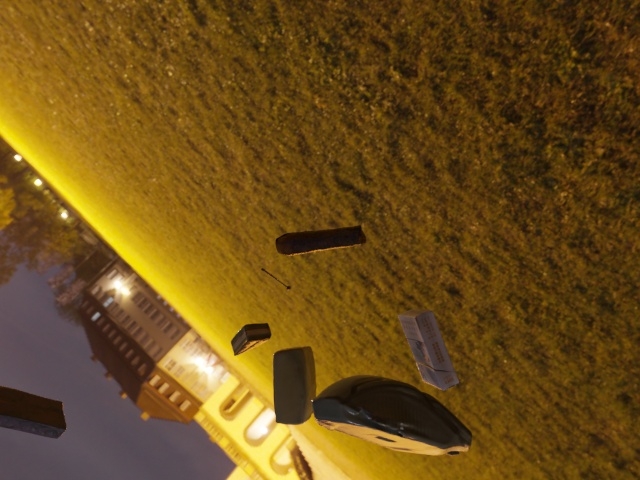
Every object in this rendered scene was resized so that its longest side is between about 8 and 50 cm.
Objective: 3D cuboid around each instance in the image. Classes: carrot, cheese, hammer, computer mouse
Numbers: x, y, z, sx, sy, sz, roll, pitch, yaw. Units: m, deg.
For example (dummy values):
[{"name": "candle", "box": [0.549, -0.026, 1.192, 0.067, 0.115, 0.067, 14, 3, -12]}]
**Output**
[{"name": "carrot", "box": [0.000, 0.000, 1.462, 0.261, 0.070, 0.070, -7, 144, 16]}, {"name": "cheese", "box": [-0.086, 0.492, 1.767, 0.265, 0.124, 0.242, 64, -161, -79]}, {"name": "hammer", "box": [-0.149, 0.128, 1.715, 0.123, 0.014, 0.029, 35, -172, 15]}, {"name": "computer mouse", "box": [0.174, 0.417, 1.244, 0.429, 0.145, 0.228, 25, 147, -20]}]

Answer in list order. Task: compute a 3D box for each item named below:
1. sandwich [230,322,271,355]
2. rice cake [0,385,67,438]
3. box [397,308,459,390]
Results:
[{"name": "sandwich", "box": [-0.290, 0.414, 2.134, 0.163, 0.114, 0.079, -50, 49, 43]}, {"name": "rice cake", "box": [-0.790, 0.417, 1.277, 0.298, 0.050, 0.106, 29, -165, -33]}, {"name": "box", "box": [0.329, 0.329, 1.574, 0.149, 0.067, 0.233, 153, 96, -79]}]
